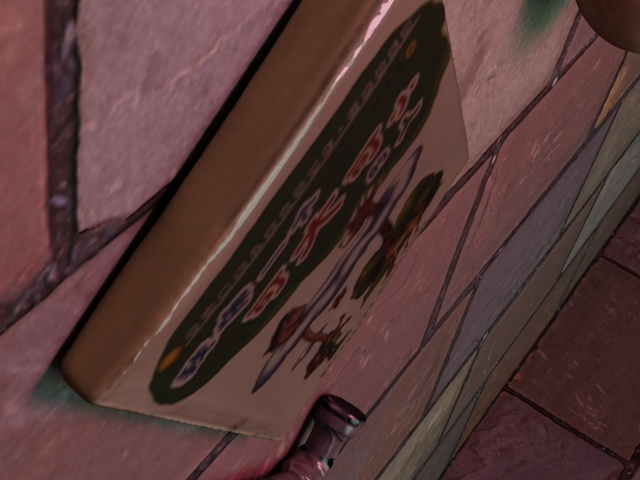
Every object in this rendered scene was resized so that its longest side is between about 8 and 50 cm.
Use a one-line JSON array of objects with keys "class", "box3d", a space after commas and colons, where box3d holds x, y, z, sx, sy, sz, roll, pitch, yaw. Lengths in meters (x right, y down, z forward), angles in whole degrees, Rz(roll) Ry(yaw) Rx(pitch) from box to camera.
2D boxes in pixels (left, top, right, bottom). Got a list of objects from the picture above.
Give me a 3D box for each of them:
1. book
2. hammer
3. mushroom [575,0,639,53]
[{"class": "book", "box3d": [0.000, 0.000, 0.674, 0.260, 0.043, 0.371, -57, 164, -4]}, {"class": "hammer", "box3d": [-0.067, 0.186, 0.819, 0.152, 0.044, 0.427, -58, 163, 2]}, {"class": "mushroom", "box3d": [0.298, -0.229, 0.860, 0.204, 0.204, 0.204, -51, 162, -23]}]
